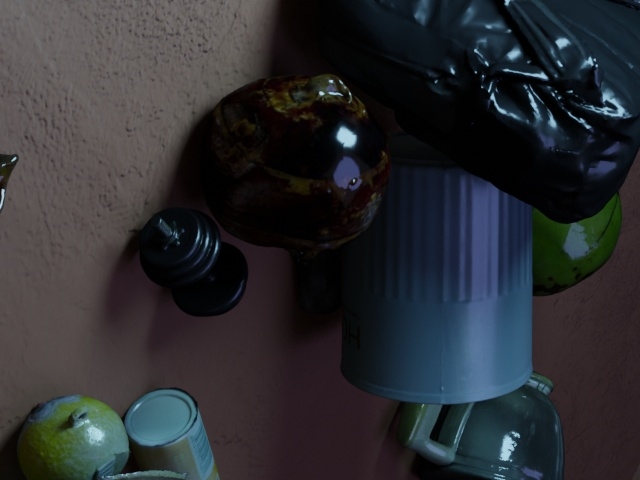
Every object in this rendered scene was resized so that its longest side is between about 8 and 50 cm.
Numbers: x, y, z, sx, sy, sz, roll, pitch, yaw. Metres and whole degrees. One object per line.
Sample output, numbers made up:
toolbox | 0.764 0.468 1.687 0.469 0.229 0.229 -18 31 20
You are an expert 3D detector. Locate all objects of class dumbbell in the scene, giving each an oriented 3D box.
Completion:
dumbbell | -0.144 0.026 1.578 0.099 0.099 0.208 -59 149 -15

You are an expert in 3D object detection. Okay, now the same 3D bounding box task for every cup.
cup | 0.172 0.015 1.850 0.331 0.257 0.311 -27 121 -56

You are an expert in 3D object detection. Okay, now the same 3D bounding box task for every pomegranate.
pomegranate | 0.337 -0.030 2.157 0.254 0.254 0.270 -34 163 -43

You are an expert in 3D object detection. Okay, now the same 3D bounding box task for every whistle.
whistle | -0.280 0.246 1.524 0.123 0.123 0.223 -39 159 -39

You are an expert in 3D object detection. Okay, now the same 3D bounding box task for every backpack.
backpack | 0.197 -0.241 1.646 0.255 0.446 0.363 -66 175 36

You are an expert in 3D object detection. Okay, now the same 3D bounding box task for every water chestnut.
water chestnut | -0.029 -0.079 1.593 0.224 0.224 0.238 -43 147 -35

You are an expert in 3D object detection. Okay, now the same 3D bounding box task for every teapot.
teapot | 0.263 0.311 2.319 0.239 0.321 0.239 137 -30 -67

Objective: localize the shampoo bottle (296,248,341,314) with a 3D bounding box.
shampoo bottle | -0.001 0.000 1.819 0.063 0.057 0.207 -37 137 -40

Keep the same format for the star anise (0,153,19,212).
star anise | -0.359 -0.001 1.248 0.220 0.099 0.214 -64 162 -16

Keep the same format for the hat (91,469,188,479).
hat | -0.246 0.334 1.460 0.252 0.252 0.110 20 48 -59

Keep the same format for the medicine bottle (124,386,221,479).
medicine bottle | -0.155 0.363 1.764 0.108 0.108 0.426 -44 139 -34
